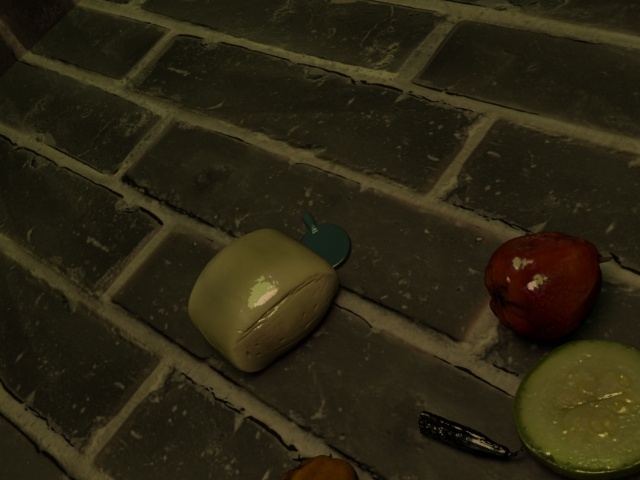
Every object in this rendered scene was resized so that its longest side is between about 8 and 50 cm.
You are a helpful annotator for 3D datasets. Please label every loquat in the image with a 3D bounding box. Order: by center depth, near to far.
[{"bbox_3d":[-0.002,0.377,1.171,0.137,0.113,0.137,-18,26,9],"label":"loquat"}]

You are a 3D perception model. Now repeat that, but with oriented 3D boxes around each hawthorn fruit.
[{"bbox_3d":[0.345,0.068,1.231,0.173,0.173,0.179,22,40,36],"label":"hawthorn fruit"}]

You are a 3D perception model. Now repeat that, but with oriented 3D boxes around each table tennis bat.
[{"bbox_3d":[0.000,0.000,1.527,0.100,0.019,0.155,-32,49,-1],"label":"table tennis bat"}]

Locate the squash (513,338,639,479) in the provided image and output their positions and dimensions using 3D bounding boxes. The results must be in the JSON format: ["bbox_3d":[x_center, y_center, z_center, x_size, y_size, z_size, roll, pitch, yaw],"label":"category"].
[{"bbox_3d":[0.384,0.237,1.121,0.219,0.041,0.219,-15,40,13],"label":"squash"}]

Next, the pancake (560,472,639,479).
[{"bbox_3d":[0.433,0.360,1.031,0.250,0.031,0.250,-15,45,16],"label":"pancake"}]

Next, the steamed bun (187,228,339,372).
[{"bbox_3d":[-0.106,0.097,1.407,0.250,0.155,0.200,-45,49,-9],"label":"steamed bun"}]

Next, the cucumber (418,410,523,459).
[{"bbox_3d":[0.222,0.295,1.181,0.163,0.043,0.039,17,21,31],"label":"cucumber"}]
